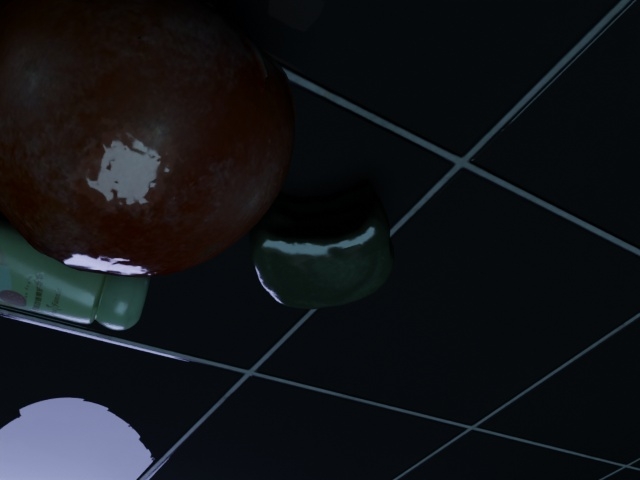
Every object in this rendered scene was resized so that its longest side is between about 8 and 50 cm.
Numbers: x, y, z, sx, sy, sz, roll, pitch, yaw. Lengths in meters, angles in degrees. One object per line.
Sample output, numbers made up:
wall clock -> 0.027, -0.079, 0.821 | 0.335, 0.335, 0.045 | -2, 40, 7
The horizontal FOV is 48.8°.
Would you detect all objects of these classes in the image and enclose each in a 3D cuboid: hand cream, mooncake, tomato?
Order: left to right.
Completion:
hand cream -> -0.357, 0.028, 0.829 | 0.306, 0.093, 0.147 | 16, 131, -14
tomato -> -0.156, -0.091, 0.585 | 0.265, 0.265, 0.265 | -6, 138, -5
mooncake -> 0.000, 0.000, 0.843 | 0.175, 0.104, 0.168 | 17, 135, -23
